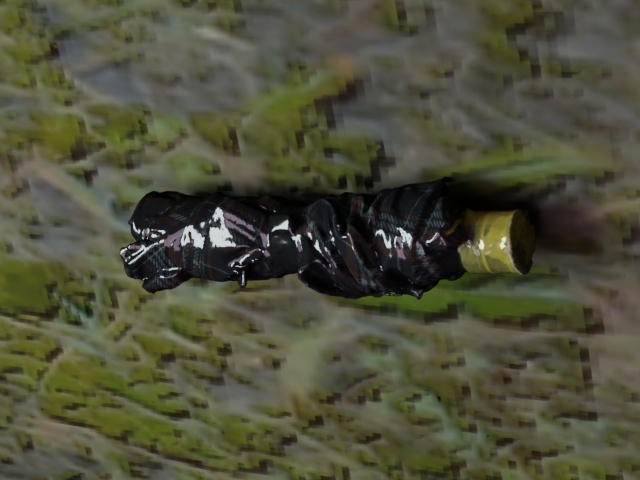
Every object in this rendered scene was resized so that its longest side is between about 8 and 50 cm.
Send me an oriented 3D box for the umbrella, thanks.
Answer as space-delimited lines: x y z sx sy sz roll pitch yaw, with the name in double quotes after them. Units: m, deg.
0.000 0.000 0.639 0.144 0.040 0.037 -1 111 30 "umbrella"
